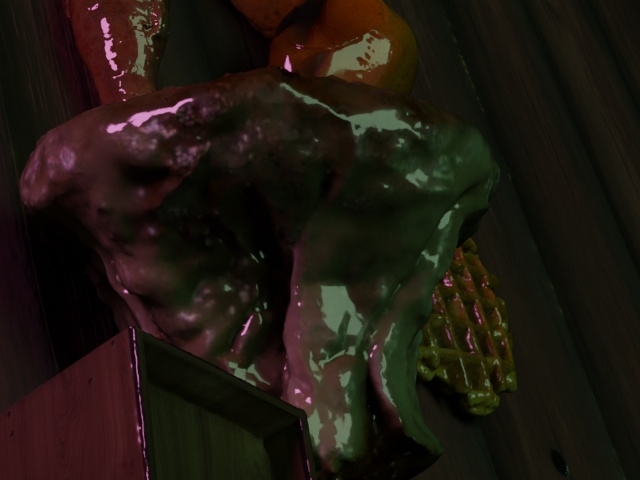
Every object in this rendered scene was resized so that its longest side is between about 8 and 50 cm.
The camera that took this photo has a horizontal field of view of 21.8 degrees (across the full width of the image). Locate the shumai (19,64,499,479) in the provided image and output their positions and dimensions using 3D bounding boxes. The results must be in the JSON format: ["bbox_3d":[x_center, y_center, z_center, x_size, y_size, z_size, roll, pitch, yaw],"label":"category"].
[{"bbox_3d":[-0.042,0.060,1.348,0.398,0.324,0.323,1,74,-16],"label":"shumai"}]

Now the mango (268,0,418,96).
[{"bbox_3d":[0.019,-0.165,1.856,0.236,0.136,0.166,-47,146,-39],"label":"mango"}]

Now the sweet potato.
[{"bbox_3d":[-0.187,-0.189,1.605,0.109,0.109,0.385,28,38,-44],"label":"sweet potato"}]

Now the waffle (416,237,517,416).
[{"bbox_3d":[0.130,0.057,1.903,0.282,0.058,0.300,37,32,-31],"label":"waffle"}]

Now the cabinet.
[{"bbox_3d":[-0.134,0.196,1.124,0.175,0.215,0.148,32,36,-41],"label":"cabinet"}]

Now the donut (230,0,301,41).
[{"bbox_3d":[-0.041,-0.345,2.022,0.277,0.108,0.277,40,30,-29],"label":"donut"}]
